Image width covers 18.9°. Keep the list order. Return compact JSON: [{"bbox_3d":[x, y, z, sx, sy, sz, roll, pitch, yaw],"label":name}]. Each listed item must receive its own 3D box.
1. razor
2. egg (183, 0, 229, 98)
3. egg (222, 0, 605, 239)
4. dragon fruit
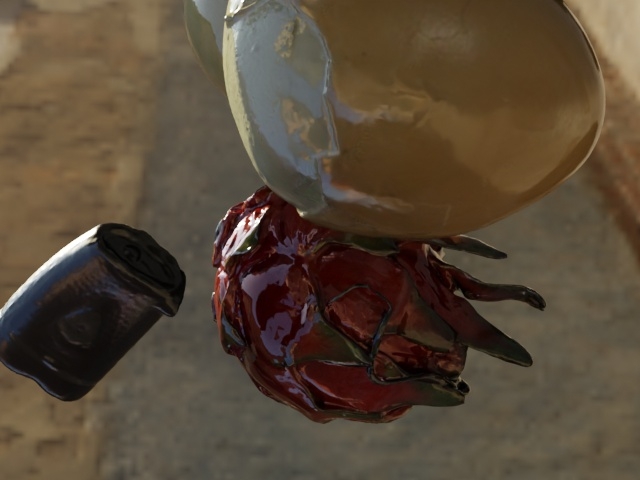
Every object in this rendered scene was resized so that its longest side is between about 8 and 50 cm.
[{"bbox_3d":[-0.165,0.048,1.364,0.148,0.090,0.054,-42,26,31],"label":"razor"},{"bbox_3d":[0.006,-0.177,1.557,0.186,0.241,0.186,15,-90,-83],"label":"egg"},{"bbox_3d":[0.054,-0.100,1.179,0.201,0.244,0.201,11,-90,-88],"label":"egg"},{"bbox_3d":[0.030,0.052,1.468,0.193,0.274,0.192,-42,-26,-41],"label":"dragon fruit"}]
